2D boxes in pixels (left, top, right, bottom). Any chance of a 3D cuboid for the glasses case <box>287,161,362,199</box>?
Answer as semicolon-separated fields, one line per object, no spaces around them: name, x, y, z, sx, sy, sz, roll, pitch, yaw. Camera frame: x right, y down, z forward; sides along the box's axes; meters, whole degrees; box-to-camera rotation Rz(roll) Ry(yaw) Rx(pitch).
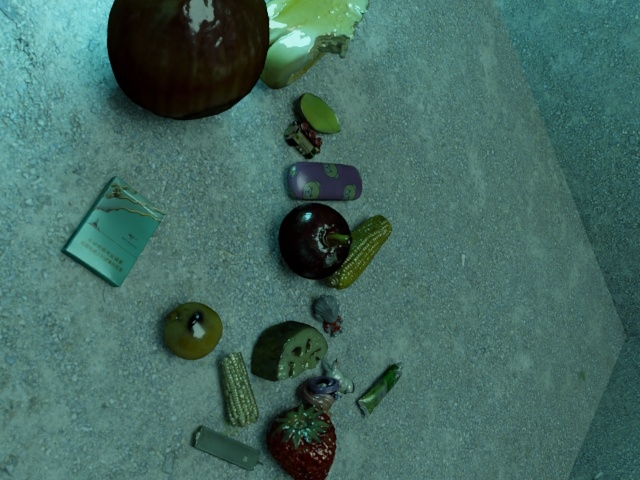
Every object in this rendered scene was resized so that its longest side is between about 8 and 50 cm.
glasses case;0.020;-0.192;2.008;0.316;0.076;0.123;-3;87;-43

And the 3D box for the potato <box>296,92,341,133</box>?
potato;-0.013;-0.408;2.024;0.198;0.054;0.119;15;70;-46

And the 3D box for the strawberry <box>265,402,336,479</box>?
strawberry;-0.046;0.618;1.782;0.205;0.205;0.244;-29;126;-41

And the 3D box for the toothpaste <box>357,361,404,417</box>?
toothpaste;0.216;0.507;2.124;0.248;0.047;0.078;-39;109;-37

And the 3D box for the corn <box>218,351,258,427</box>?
corn;-0.231;0.412;1.701;0.087;0.087;0.210;-12;86;-43

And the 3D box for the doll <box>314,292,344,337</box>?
doll;0.030;0.238;1.970;0.094;0.079;0.180;-32;122;-16

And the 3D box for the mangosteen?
mangosteen;0.000;0.000;1.837;0.235;0.261;0.235;2;86;-34

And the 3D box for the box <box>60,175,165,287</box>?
box;-0.507;-0.022;1.519;0.162;0.041;0.229;42;59;-32

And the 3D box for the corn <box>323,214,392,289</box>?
corn;0.124;0.038;2.050;0.363;0.120;0.120;-44;114;-39

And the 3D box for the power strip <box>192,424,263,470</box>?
power strip;-0.251;0.577;1.690;0.253;0.027;0.060;38;60;-33

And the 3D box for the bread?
bread;-0.040;-0.640;1.839;0.424;0.329;0.245;-47;115;-30

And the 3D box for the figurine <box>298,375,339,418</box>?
figurine;-0.007;0.494;1.875;0.114;0.126;0.157;14;89;-67

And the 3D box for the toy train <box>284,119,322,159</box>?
toy train;-0.052;-0.321;1.978;0.138;0.050;0.087;45;62;-31

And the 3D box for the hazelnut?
hazelnut;-0.320;-0.500;1.525;0.421;0.421;0.352;14;31;-41

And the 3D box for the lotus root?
lotus root;-0.090;0.319;1.811;0.235;0.119;0.138;-23;106;-41

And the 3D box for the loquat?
loquat;-0.328;0.235;1.590;0.163;0.137;0.163;34;44;-40

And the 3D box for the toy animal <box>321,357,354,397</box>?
toy animal;0.054;0.442;1.961;0.124;0.071;0.085;44;50;-34
